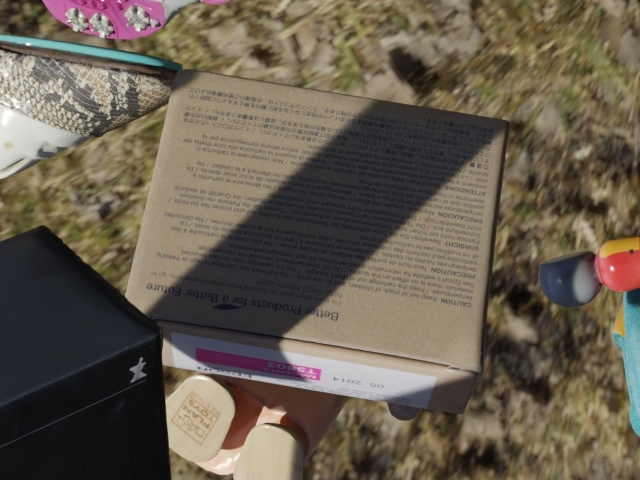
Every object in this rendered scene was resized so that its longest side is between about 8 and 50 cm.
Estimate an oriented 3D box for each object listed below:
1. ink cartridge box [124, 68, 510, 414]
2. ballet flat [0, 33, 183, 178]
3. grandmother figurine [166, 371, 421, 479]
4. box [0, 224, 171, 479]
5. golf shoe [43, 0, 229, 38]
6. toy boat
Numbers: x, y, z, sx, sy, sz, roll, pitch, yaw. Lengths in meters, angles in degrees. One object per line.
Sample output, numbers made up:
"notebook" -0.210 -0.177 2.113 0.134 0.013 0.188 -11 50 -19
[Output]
"ink cartridge box" 0.000 0.000 1.131 0.234 0.088 0.193 10 65 1
"ballet flat" -0.380 -0.168 1.758 0.482 0.164 0.182 19 93 9
"grandmother figurine" -0.008 0.076 1.335 0.208 0.342 0.104 42 122 3
"box" -0.190 0.131 0.661 0.103 0.261 0.184 39 140 39
"golf shoe" -0.144 -0.281 1.637 0.306 0.140 0.115 -7 122 36
"toy boat" 0.353 0.093 1.825 0.148 0.268 0.318 -14 141 22
